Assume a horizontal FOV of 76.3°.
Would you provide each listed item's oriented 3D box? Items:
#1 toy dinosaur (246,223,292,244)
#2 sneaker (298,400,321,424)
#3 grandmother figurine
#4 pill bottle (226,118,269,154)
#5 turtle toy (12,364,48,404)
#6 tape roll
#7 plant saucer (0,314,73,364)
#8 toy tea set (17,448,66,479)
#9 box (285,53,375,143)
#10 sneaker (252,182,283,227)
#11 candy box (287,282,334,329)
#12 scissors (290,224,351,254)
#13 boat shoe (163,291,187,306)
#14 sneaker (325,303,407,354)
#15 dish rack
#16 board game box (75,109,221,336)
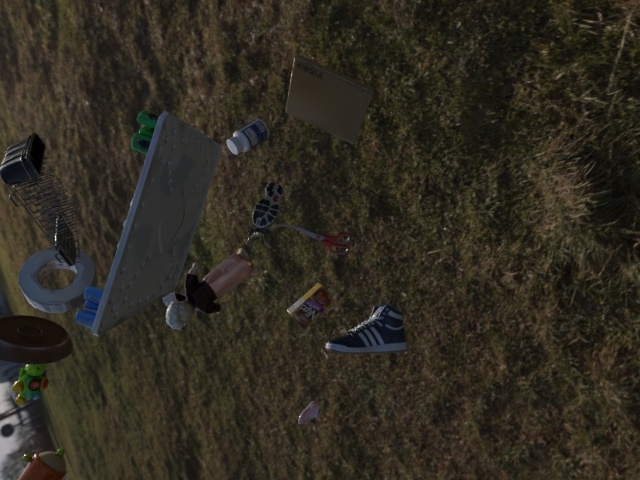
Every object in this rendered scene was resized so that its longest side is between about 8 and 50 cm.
[{"bbox_3d":[-0.264,-0.040,1.892,0.267,0.118,0.064,-17,81,27],"label":"toy dinosaur"},{"bbox_3d":[-0.046,0.860,2.010,0.070,0.134,0.051,19,133,34],"label":"sneaker"},{"bbox_3d":[-0.377,0.165,1.383,0.208,0.342,0.104,56,155,-17],"label":"grandmother figurine"},{"bbox_3d":[-0.302,-0.427,1.692,0.094,0.169,0.094,37,151,25],"label":"pill bottle"},{"bbox_3d":[-0.791,0.384,1.123,0.095,0.066,0.130,-107,26,-60],"label":"turtle toy"},{"bbox_3d":[-0.877,0.128,1.371,0.219,0.219,0.072,54,146,18],"label":"tape roll"},{"bbox_3d":[-0.585,0.192,0.817,0.168,0.168,0.029,29,98,41],"label":"plant saucer"},{"bbox_3d":[-0.659,0.679,1.110,0.199,0.124,0.336,19,149,30],"label":"toy tea set"},{"bbox_3d":[0.016,-0.339,0.998,0.201,0.021,0.164,26,146,3],"label":"box"},{"bbox_3d":[-0.150,-0.094,1.201,0.068,0.170,0.071,20,140,1],"label":"sneaker"},{"bbox_3d":[-0.041,0.289,1.789,0.109,0.186,0.053,53,171,-24],"label":"candy box"},{"bbox_3d":[0.000,0.000,1.743,0.021,0.296,0.109,-119,43,-55],"label":"scissors"},{"bbox_3d":[-0.593,0.251,1.719,0.184,0.063,0.066,65,-173,-65],"label":"boat shoe"},{"bbox_3d":[0.147,0.281,1.304,0.099,0.281,0.153,162,110,-67],"label":"sneaker"},{"bbox_3d":[-0.597,-0.081,0.905,0.208,0.074,0.272,47,156,50],"label":"dish rack"},{"bbox_3d":[-0.330,-0.045,0.847,0.390,0.050,0.391,-93,23,-85],"label":"board game box"}]
